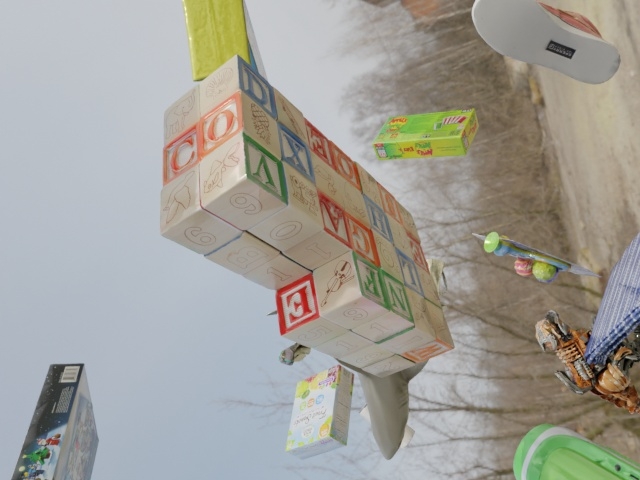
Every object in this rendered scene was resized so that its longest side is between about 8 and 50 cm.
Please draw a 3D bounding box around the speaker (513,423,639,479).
[{"bbox_3d":[0.422,0.375,0.772,0.296,0.131,0.131,21,140,59],"label":"speaker"}]

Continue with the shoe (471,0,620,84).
[{"bbox_3d":[0.255,-0.241,0.637,0.081,0.177,0.064,-74,8,-54],"label":"shoe"}]

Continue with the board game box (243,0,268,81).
[{"bbox_3d":[-0.184,-0.411,1.277,0.308,0.086,0.302,-102,-3,-60],"label":"board game box"}]

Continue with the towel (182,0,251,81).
[{"bbox_3d":[-0.168,-0.373,0.864,0.021,0.102,0.238,2,-100,-75],"label":"towel"}]

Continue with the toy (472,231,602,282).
[{"bbox_3d":[0.436,0.049,1.136,0.237,0.137,0.056,23,-92,-20],"label":"toy"}]

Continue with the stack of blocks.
[{"bbox_3d":[0.000,0.000,0.497,0.297,0.087,0.171,34,-144,-45],"label":"stack of blocks"}]

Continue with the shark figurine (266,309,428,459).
[{"bbox_3d":[0.037,0.148,0.777,0.116,0.166,0.278,5,-147,-42],"label":"shark figurine"}]

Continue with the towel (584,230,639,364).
[{"bbox_3d":[0.563,0.074,0.981,0.243,0.040,0.336,-61,-20,-22],"label":"towel"}]

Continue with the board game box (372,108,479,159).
[{"bbox_3d":[0.201,-0.203,1.062,0.092,0.181,0.043,-58,-44,-35],"label":"board game box"}]

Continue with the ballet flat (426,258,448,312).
[{"bbox_3d":[0.242,0.122,1.157,0.057,0.052,0.168,178,92,-83],"label":"ballet flat"}]

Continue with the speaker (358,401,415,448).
[{"bbox_3d":[0.163,0.445,1.346,0.136,0.055,0.055,37,-161,9],"label":"speaker"}]

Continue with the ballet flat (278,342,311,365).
[{"bbox_3d":[-0.042,0.222,1.110,0.114,0.041,0.041,-27,-79,-62],"label":"ballet flat"}]

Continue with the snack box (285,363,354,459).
[{"bbox_3d":[0.000,0.458,1.475,0.070,0.174,0.207,36,-140,-26],"label":"snack box"}]

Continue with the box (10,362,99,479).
[{"bbox_3d":[-0.312,0.285,0.646,0.233,0.044,0.159,-104,19,-55],"label":"box"}]

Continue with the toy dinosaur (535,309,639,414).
[{"bbox_3d":[0.616,0.265,1.197,0.218,0.164,0.322,-46,-75,-22],"label":"toy dinosaur"}]
